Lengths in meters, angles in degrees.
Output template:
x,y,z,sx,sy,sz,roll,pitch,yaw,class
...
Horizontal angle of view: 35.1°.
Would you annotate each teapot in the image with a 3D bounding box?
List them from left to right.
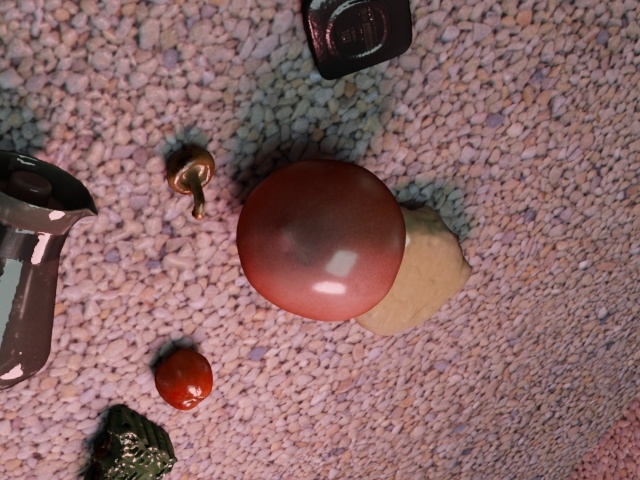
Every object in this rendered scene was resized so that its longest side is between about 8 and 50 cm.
x,y,z,sx,sy,sz,roll,pitch,yaw,class
-0.542,0.038,1.634,0.300,0.253,0.344,23,107,-10,teapot

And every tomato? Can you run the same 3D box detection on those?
x,y,z,sx,sy,sz,roll,pitch,yaw,class
0.000,0.000,1.876,0.321,0.321,0.321,-18,134,-20,tomato

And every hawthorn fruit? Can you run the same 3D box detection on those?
x,y,z,sx,sy,sz,roll,pitch,yaw,class
-0.281,0.289,2.090,0.128,0.128,0.128,-18,134,-20,hawthorn fruit

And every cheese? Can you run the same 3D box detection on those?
x,y,z,sx,sy,sz,roll,pitch,yaw,class
0.179,0.063,2.200,0.326,0.115,0.318,-9,130,-30,cheese

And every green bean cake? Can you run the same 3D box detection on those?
x,y,z,sx,sy,sz,roll,pitch,yaw,class
-0.431,0.474,2.159,0.208,0.107,0.193,-41,138,6,green bean cake

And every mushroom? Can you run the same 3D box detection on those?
x,y,z,sx,sy,sz,roll,pitch,yaw,class
-0.233,-0.100,1.806,0.088,0.073,0.129,-3,95,-49,mushroom

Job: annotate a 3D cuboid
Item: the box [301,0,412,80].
x,y,z,sx,sy,sz,roll,pitch,yaw,class
0.071,-0.380,1.778,0.201,0.042,0.212,-23,142,-8,box
